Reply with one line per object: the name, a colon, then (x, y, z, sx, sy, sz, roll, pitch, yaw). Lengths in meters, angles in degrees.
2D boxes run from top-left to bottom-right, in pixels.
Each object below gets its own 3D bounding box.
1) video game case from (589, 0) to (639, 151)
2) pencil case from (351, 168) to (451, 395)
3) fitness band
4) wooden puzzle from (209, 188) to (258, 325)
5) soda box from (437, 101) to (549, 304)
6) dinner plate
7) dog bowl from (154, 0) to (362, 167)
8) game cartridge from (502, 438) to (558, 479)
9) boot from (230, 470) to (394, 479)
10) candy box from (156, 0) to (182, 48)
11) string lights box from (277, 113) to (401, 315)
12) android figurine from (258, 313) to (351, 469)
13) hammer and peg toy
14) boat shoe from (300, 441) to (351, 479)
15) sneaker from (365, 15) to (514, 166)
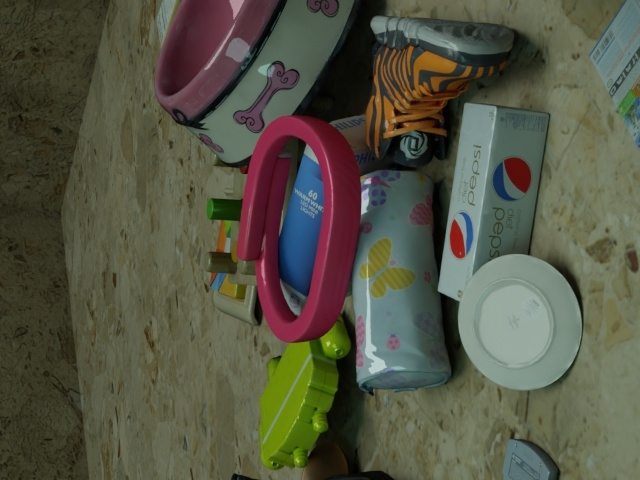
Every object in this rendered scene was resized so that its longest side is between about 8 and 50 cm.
video game case: (0.308, -0.158, 1.039, 0.119, 0.015, 0.166, 118, 148, -43)
pencil case: (0.095, 0.050, 1.395, 0.124, 0.113, 0.273, 34, -130, -65)
fitness band: (-0.028, -0.013, 1.432, 0.209, 0.054, 0.291, 35, 122, 50)
wooden puzzle: (-0.154, 0.026, 2.086, 0.221, 0.044, 0.239, -170, 84, -67)
soda box: (0.187, -0.039, 1.241, 0.074, 0.069, 0.216, -155, 71, -66)
dinner plate: (0.200, 0.085, 1.168, 0.141, 0.017, 0.141, 1, 92, 35)
dog bowl: (-0.106, -0.325, 1.721, 0.408, 0.150, 0.408, -43, 33, 36)
game cartridge: (0.219, 0.242, 1.188, 0.083, 0.017, 0.056, -144, 57, -64)
boot: (0.022, 0.350, 1.373, 0.338, 0.222, 0.118, 167, 106, -67)
candy box: (-0.161, -0.467, 2.000, 0.316, 0.183, 0.087, 118, 149, -44)
string lights box: (0.021, -0.037, 1.537, 0.077, 0.133, 0.260, 36, 125, 28)
android figurine: (-0.030, 0.221, 1.662, 0.248, 0.056, 0.273, -63, 17, 18)
hammer and peg toy: (-0.093, -0.105, 1.849, 0.266, 0.127, 0.361, -179, 93, -67)
boat shoe: (0.013, 0.390, 1.591, 0.073, 0.073, 0.207, 47, -137, -64)
sneaker: (0.137, -0.171, 1.348, 0.321, 0.124, 0.180, -132, 45, -74)
